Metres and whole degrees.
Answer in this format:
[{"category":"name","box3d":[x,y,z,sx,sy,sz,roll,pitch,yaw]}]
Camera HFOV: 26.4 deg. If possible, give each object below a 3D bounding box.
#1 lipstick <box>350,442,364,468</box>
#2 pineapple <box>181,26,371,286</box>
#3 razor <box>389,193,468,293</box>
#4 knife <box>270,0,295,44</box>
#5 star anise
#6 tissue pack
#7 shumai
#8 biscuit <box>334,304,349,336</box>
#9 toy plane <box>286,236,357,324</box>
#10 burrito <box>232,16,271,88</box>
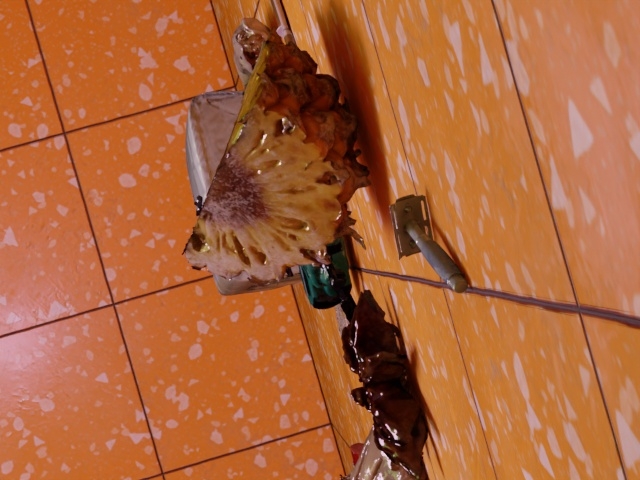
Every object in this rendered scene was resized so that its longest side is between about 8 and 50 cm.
[{"category":"lipstick","box3d":[0.100,0.502,2.691,0.061,0.068,0.274,-103,-1,-55]},{"category":"pineapple","box3d":[-0.011,-0.125,1.689,0.344,0.209,0.286,119,171,-49]},{"category":"razor","box3d":[0.108,0.014,1.303,0.135,0.040,0.068,-124,17,-58]},{"category":"knife","box3d":[-0.059,-0.328,2.113,0.046,0.022,0.256,76,177,-68]},{"category":"star anise","box3d":[0.082,0.193,1.855,0.288,0.088,0.288,166,90,-86]},{"category":"tissue pack","box3d":[-0.125,-0.079,2.485,0.405,0.205,0.332,133,126,-82]},{"category":"shumai","box3d":[0.092,0.358,2.068,0.201,0.120,0.201,161,90,-87]},{"category":"biscuit","box3d":[0.050,0.168,2.476,0.152,0.020,0.152,165,90,-84]},{"category":"toy plane","box3d":[0.000,0.000,2.105,0.155,0.106,0.382,-121,15,-47]},{"category":"burrito","box3d":[-0.111,-0.314,2.446,0.392,0.076,0.117,115,132,-85]}]
